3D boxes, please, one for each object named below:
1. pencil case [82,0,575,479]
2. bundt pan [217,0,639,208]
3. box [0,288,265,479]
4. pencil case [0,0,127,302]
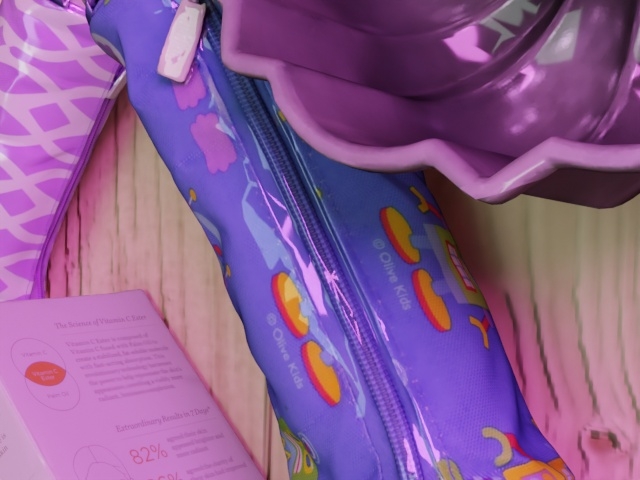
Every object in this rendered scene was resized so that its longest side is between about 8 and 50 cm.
[{"bbox_3d":[0.000,0.000,0.498,0.119,0.133,0.306,-25,76,10],"label":"pencil case"},{"bbox_3d":[0.111,-0.159,0.394,0.331,0.124,0.330,-14,68,37],"label":"bundt pan"},{"bbox_3d":[-0.118,0.119,0.582,0.091,0.130,0.170,-48,65,27],"label":"box"},{"bbox_3d":[-0.161,-0.053,0.642,0.088,0.086,0.206,28,110,3],"label":"pencil case"}]
